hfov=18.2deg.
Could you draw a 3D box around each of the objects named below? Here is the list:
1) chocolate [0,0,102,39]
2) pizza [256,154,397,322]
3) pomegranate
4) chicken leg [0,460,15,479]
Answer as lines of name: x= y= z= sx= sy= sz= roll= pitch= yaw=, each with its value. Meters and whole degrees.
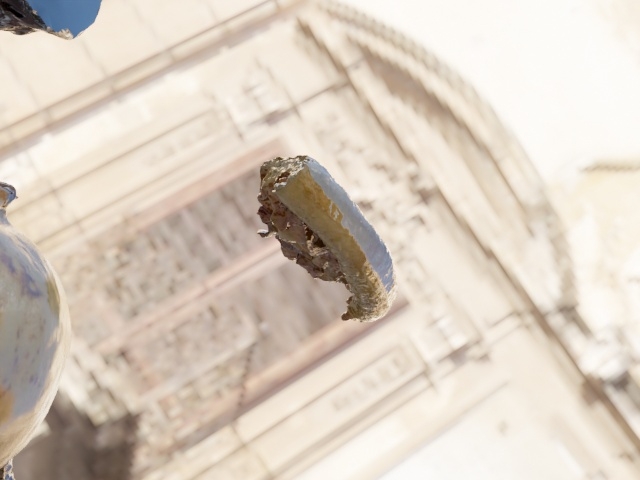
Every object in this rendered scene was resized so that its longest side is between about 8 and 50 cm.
chocolate: x=-0.295 y=-0.284 z=1.581 sx=0.186 sy=0.283 sz=0.284 roll=-6 pitch=-64 yaw=13
pizza: x=0.004 y=0.001 z=1.662 sx=0.134 sy=0.056 sz=0.271 roll=30 pitch=-14 yaw=15
pomegranate: x=-0.272 y=0.059 z=1.305 sx=0.248 sy=0.248 sz=0.248 roll=32 pitch=-42 yaw=35
chicken leg: x=-0.292 y=0.082 z=1.572 sx=0.322 sy=0.083 sz=0.177 roll=65 pitch=-24 yaw=16
